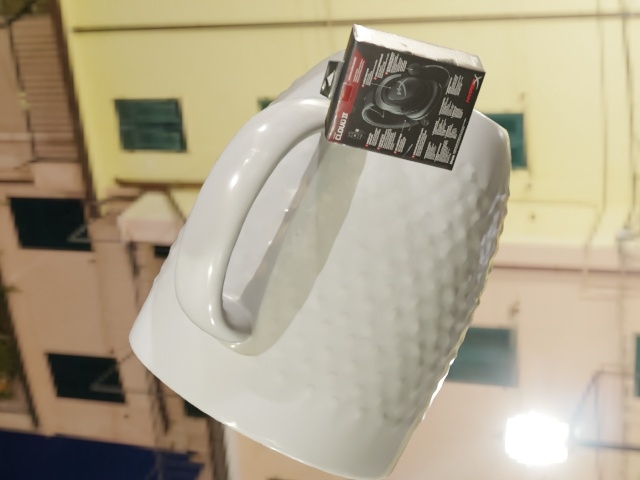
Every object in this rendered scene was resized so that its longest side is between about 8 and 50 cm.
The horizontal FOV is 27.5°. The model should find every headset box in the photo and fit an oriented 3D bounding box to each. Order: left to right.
[{"bbox_3d":[0.042,-0.080,0.731,0.032,0.083,0.062,-93,17,-63],"label":"headset box"}]

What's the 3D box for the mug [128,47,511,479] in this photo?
[{"bbox_3d":[0.000,0.000,1.151,0.328,0.276,0.374,-62,-27,5],"label":"mug"}]
